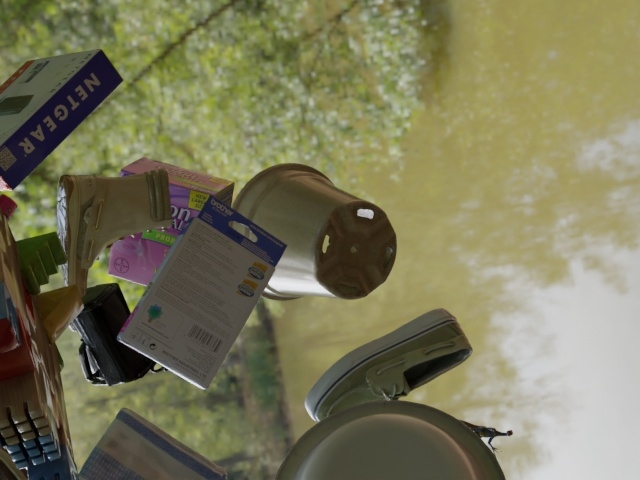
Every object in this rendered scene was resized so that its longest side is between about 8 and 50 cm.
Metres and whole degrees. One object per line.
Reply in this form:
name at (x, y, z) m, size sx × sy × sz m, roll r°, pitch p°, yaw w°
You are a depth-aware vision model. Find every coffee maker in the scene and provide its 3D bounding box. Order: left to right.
coffee maker at (-0.394, 0.175, 2.180) m, size 0.120 × 0.171 × 0.178 m, roll -86°, pitch -24°, yaw -65°

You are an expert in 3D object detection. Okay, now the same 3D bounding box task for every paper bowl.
paper bowl at (0.080, 0.318, 1.325) m, size 0.148 × 0.284 × 0.284 m, roll 84°, pitch 173°, yaw -54°

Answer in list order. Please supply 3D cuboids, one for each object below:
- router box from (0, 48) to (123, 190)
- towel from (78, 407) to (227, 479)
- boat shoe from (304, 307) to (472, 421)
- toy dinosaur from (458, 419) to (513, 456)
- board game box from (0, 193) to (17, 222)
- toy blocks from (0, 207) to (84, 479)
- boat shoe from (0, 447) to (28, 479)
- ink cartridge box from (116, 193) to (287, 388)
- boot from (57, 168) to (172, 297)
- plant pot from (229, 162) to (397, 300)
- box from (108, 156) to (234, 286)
router box at (-0.597, -0.238, 2.266) m, size 0.301 × 0.335 × 0.082 m, roll 2°, pitch 135°, yaw 47°
towel at (-0.286, 0.419, 1.727) m, size 0.034 × 0.209 × 0.285 m, roll -36°, pitch 21°, yaw 56°
boat shoe at (0.116, 0.222, 1.916) m, size 0.094 × 0.302 × 0.109 m, roll 51°, pitch 170°, yaw 40°
toy dinosaur at (0.311, 0.350, 2.100) m, size 0.047 × 0.082 × 0.090 m, roll 100°, pitch 156°, yaw -45°
board game box at (-0.612, -0.139, 1.404) m, size 0.390 × 0.050 × 0.390 m, roll 8°, pitch 154°, yaw 46°
toy blocks at (-0.355, 0.136, 1.246) m, size 0.381 × 0.191 × 0.261 m, roll 84°, pitch 168°, yaw -49°
boat shoe at (-0.468, 0.413, 1.705) m, size 0.095 × 0.095 × 0.257 m, roll -1°, pitch 121°, yaw 47°
ink cartridge box at (-0.213, 0.093, 2.082) m, size 0.311 × 0.186 × 0.065 m, roll -60°, pitch 16°, yaw -11°
boot at (-0.372, -0.012, 2.061) m, size 0.095 × 0.203 × 0.262 m, roll -127°, pitch 37°, yaw -47°
plant pot at (0.000, 0.000, 2.589) m, size 0.305 × 0.334 × 0.334 m, roll 14°, pitch 118°, yaw 57°
box at (-0.315, -0.025, 2.391) m, size 0.117 × 0.213 × 0.243 m, roll -44°, pitch -32°, yaw -66°
